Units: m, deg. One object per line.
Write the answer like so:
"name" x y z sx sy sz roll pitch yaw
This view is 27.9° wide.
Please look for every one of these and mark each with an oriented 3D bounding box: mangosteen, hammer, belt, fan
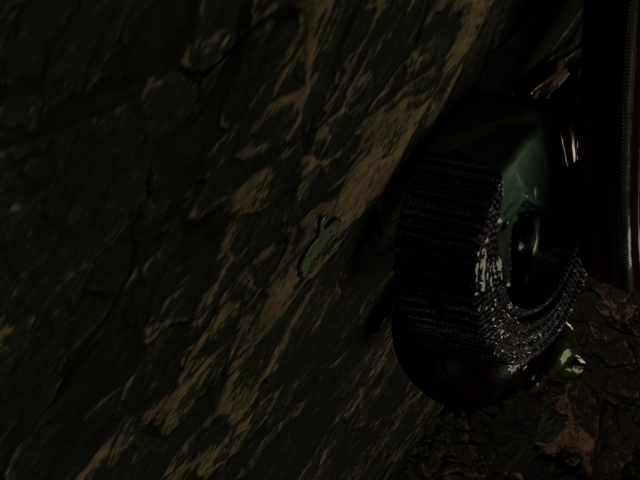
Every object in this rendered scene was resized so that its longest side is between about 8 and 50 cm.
"mangosteen" 0.193 0.104 1.520 0.216 0.216 0.216 -51 166 -18
"hammer" 0.270 -0.201 1.467 0.201 0.021 0.078 -35 143 -50
"belt" 0.179 -0.013 1.269 0.325 0.122 0.260 -17 114 -57
"fan" 0.000 0.000 1.045 0.056 0.004 0.083 -50 166 -20

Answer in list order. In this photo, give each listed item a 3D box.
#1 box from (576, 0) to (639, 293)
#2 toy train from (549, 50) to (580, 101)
"box" 0.317 -0.151 1.251 0.263 0.108 0.404 -21 114 -67
"toy train" 0.377 -0.197 1.623 0.227 0.136 0.091 -50 166 -32
